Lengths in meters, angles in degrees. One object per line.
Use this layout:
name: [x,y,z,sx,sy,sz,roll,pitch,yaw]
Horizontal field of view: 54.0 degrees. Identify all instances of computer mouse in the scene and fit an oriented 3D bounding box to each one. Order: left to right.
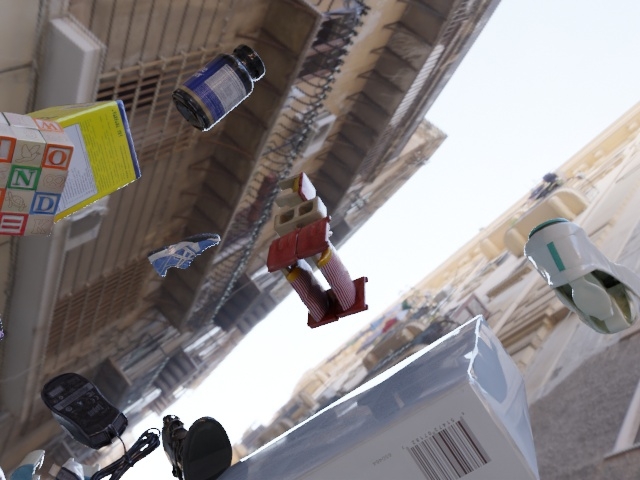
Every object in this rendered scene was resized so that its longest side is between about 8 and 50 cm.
computer mouse: [-0.453,0.373,1.190,0.262,0.184,0.060,29,-51,14]

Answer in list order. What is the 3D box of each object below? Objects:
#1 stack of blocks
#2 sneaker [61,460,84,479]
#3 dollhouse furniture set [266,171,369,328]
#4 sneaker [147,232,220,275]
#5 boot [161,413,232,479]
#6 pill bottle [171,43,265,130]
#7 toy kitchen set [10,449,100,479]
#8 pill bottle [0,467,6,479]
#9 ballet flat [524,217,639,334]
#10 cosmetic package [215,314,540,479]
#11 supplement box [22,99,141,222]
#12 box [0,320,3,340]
stack of blocks: [-0.541,-0.104,0.923,0.087,0.297,0.171,46,-59,37]
sneaker: [-0.462,0.498,1.184,0.061,0.054,0.152,-18,-93,68]
dollhouse furniture set: [0.000,0.000,1.481,0.152,0.374,0.201,-23,-58,17]
sneaker: [-0.391,0.036,1.828,0.080,0.211,0.081,-162,-129,-78]
boot: [-0.250,0.395,1.180,0.229,0.091,0.262,31,-52,51]
pill bottle: [-0.244,-0.378,1.537,0.123,0.219,0.123,40,-18,16]
toy kitchen set: [-0.563,0.560,1.282,0.166,0.122,0.207,16,-80,-7]
pill bottle: [-0.594,0.472,1.036,0.169,0.169,0.301,-30,-98,44]
ballet flat: [0.488,0.096,1.114,0.139,0.139,0.400,-10,-30,41]
cosmetic package: [0.017,0.226,0.608,0.377,0.284,0.097,-35,-95,15]
supplement box: [-0.588,-0.174,1.368,0.195,0.356,0.194,-1,-69,19]
box: [-0.756,0.143,1.368,0.116,0.029,0.162,19,-54,9]
